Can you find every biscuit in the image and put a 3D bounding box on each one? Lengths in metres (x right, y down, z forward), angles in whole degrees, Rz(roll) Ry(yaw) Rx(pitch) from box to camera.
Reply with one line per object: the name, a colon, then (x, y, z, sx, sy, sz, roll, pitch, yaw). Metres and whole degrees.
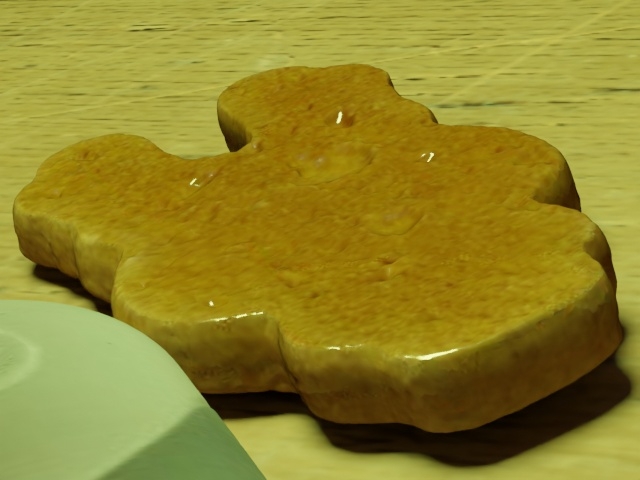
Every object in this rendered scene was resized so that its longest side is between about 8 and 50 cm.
biscuit: (0.000, 0.000, 0.764, 0.202, 0.047, 0.334, -24, 26, -21)

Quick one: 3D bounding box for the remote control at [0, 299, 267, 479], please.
remote control: (-0.117, 0.114, 0.514, 0.221, 0.103, 0.332, -29, 30, -11)
